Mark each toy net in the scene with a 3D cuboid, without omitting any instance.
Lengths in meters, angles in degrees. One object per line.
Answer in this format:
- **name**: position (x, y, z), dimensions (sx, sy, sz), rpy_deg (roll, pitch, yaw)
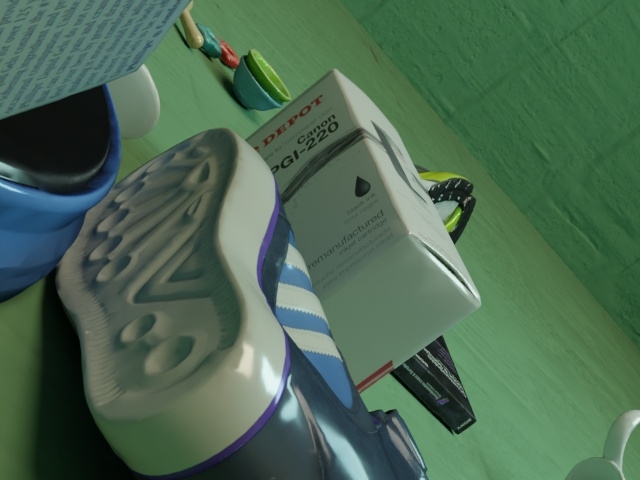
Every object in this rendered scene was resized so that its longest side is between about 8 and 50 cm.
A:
- **toy net**: position (-0.119, -0.231, 1.350), dimensions (0.232, 0.045, 0.122), rpy_deg (49, 14, -15)

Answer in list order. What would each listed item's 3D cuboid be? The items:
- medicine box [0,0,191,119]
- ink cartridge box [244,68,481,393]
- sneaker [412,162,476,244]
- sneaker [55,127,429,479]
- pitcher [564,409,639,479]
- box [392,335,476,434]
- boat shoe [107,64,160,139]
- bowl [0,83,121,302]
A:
- **medicine box**: position (-0.200, -0.158, 0.392), dimensions (0.289, 0.149, 0.263), rpy_deg (-28, 79, -42)
- **ink cartridge box**: position (0.000, 0.000, 0.915), dimensions (0.092, 0.158, 0.218), rpy_deg (43, 16, -34)
- **sneaker**: position (0.041, -0.044, 1.328), dimensions (0.121, 0.111, 0.300), rpy_deg (21, 5, 33)
- **sneaker**: position (-0.028, 0.094, 0.700), dimensions (0.236, 0.130, 0.323), rpy_deg (58, 5, -26)
- **pitcher**: position (0.313, 0.277, 1.245), dimensions (0.207, 0.178, 0.125), rpy_deg (41, -13, -34)
- **box**: position (0.093, 0.102, 1.255), dimensions (0.116, 0.029, 0.162), rpy_deg (45, 16, -31)
- **boat shoe**: position (-0.184, -0.144, 0.887), dimensions (0.184, 0.066, 0.063), rpy_deg (36, 20, -23)
- **bowl**: position (-0.245, -0.144, 0.631), dimensions (0.391, 0.077, 0.391), rpy_deg (49, 14, -17)
